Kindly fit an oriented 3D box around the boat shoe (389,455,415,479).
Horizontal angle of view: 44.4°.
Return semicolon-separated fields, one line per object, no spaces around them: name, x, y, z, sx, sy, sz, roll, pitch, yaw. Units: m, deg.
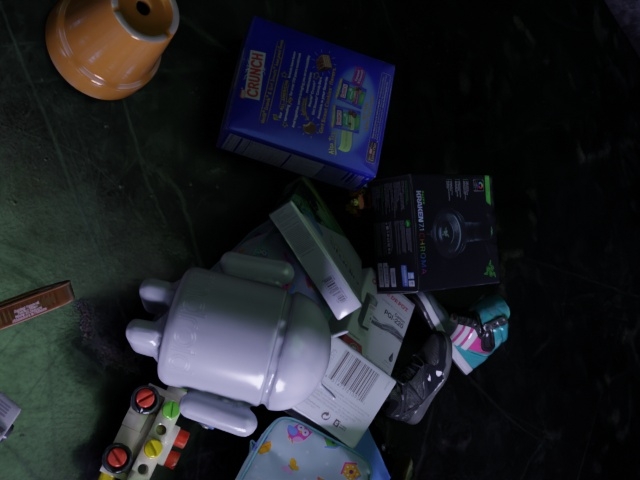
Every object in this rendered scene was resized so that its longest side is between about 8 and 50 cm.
boat shoe;0.168;0.515;1.635;0.049;0.056;0.152;57;36;-12

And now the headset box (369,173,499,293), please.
headset box;0.257;-0.016;1.706;0.283;0.131;0.247;-2;88;-39

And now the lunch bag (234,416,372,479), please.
lunch bag;-0.053;0.453;1.336;0.224;0.108;0.279;25;59;12

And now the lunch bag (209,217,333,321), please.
lunch bag;-0.080;0.087;1.522;0.223;0.160;0.262;56;41;-12

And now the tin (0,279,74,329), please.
tin;-0.474;0.107;1.216;0.189;0.106;0.040;-23;103;-40

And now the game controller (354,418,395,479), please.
game controller;0.088;0.469;1.634;0.166;0.067;0.319;-31;101;-40

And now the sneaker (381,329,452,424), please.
sneaker;0.197;0.293;1.705;0.130;0.087;0.228;17;109;-31

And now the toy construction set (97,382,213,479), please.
toy construction set;-0.247;0.361;1.320;0.215;0.151;0.328;26;54;-6

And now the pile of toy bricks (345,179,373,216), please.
pile of toy bricks;0.048;-0.155;1.728;0.105;0.118;0.212;-5;91;-12

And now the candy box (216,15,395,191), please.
candy box;-0.029;-0.275;1.605;0.317;0.122;0.268;17;70;-15

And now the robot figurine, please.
robot figurine;-0.135;0.164;1.296;0.353;0.200;0.300;13;73;-2

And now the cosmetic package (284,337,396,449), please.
cosmetic package;0.017;0.281;1.473;0.151;0.183;0.151;37;74;-7

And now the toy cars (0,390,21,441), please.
toy cars;-0.592;0.302;1.075;0.393;0.087;0.177;-7;84;-43

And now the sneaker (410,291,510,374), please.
sneaker;0.339;0.175;1.803;0.178;0.124;0.295;-37;130;3

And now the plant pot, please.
plant pot;-0.347;-0.373;1.374;0.205;0.188;0.205;10;74;-39

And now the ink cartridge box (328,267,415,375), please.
ink cartridge box;0.096;0.191;1.687;0.158;0.092;0.218;40;55;-27

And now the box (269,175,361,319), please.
box;0.000;0.000;1.534;0.232;0.058;0.322;57;9;-10
